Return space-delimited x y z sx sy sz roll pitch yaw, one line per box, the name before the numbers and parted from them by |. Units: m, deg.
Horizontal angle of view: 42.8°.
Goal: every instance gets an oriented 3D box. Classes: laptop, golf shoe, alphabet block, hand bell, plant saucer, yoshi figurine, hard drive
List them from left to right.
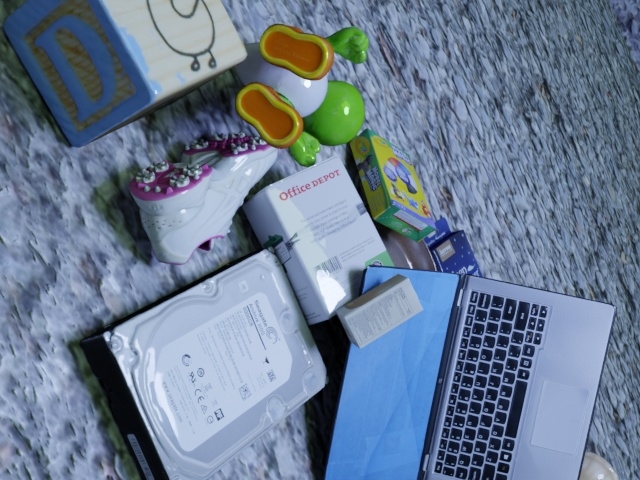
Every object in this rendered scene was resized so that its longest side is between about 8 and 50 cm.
alphabet block | -0.253 -0.262 1.075 0.197 0.193 0.192 -42 109 -47
golf shoe | -0.160 -0.070 1.194 0.306 0.115 0.140 -37 130 -52
hard drive | -0.141 0.171 1.140 0.339 0.064 0.237 -28 98 -50
yoshi figurine | -0.008 -0.220 1.260 0.362 0.203 0.203 -57 132 -80
plant saucer | 0.109 0.086 1.459 0.310 0.050 0.311 21 61 -43
laptop | 0.247 0.258 1.314 0.236 0.407 0.382 -13 114 -79
hand bell | 0.509 0.553 1.717 0.242 0.126 0.126 -20 91 -36

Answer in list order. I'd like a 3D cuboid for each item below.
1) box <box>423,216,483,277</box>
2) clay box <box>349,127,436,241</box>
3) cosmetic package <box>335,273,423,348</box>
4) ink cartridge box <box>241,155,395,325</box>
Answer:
box | 0.277 0.069 1.663 0.136 0.036 0.225 -30 98 -49
clay box | 0.128 -0.113 1.502 0.127 0.053 0.222 25 39 -40
cosmetic package | 0.088 0.104 1.212 0.115 0.041 0.060 -29 106 -12
ink cartridge box | 0.000 0.000 1.285 0.160 0.092 0.219 -27 90 -35
